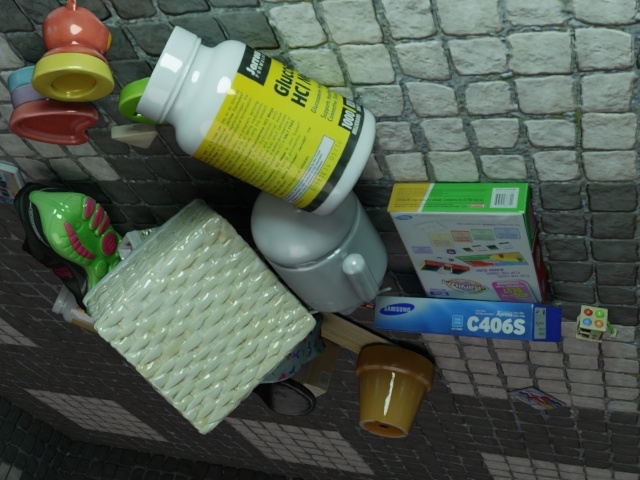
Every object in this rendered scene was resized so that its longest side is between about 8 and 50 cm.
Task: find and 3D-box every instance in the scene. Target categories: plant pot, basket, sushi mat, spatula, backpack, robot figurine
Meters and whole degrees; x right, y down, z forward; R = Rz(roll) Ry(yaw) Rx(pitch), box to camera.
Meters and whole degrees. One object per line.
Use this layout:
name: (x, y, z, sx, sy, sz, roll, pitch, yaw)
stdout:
plant pot: (0.180, 0.400, 2.024, 0.205, 0.188, 0.205, 12, 151, 7)
basket: (-0.370, 0.059, 1.761, 0.103, 0.167, 0.113, -20, 169, -32)
basket: (-0.232, 0.139, 1.538, 0.328, 0.331, 0.266, 49, 170, -18)
sushi mat: (0.090, 0.257, 2.035, 0.317, 0.019, 0.151, 28, 148, -20)
spatula: (0.029, 0.137, 1.702, 0.168, 0.019, 0.242, -10, 171, -46)
backpack: (-0.125, 0.234, 1.862, 0.225, 0.253, 0.191, 1, 111, 27)
robot figurine: (0.000, 0.000, 1.449, 0.300, 0.200, 0.353, 37, 168, 40)

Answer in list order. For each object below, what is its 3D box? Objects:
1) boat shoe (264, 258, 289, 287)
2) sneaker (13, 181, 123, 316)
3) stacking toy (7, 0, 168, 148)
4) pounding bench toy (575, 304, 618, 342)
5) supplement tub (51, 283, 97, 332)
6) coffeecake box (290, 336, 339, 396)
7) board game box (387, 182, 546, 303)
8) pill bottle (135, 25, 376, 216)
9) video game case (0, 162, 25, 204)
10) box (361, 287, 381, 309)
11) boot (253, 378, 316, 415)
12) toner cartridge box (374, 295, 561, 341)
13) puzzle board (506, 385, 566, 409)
boat shoe: (-0.005, 0.061, 1.675, 0.255, 0.095, 0.079, 7, 162, 33)
sneaker: (-0.573, 0.014, 1.831, 0.202, 0.185, 0.482, 28, 150, 16)
stacking toy: (-0.371, -0.269, 1.321, 0.280, 0.130, 0.309, 3, 165, -36)
pounding bench toy: (0.576, 0.174, 1.616, 0.083, 0.052, 0.065, 9, 150, 12)
supplement tub: (-0.600, 0.171, 2.099, 0.200, 0.144, 0.144, 25, 150, -15)
coffeecake box: (-0.031, 0.357, 2.139, 0.068, 0.142, 0.185, 25, 150, -15)
board game box: (0.284, 0.011, 1.468, 0.242, 0.064, 0.316, 2, 148, 23)
pill bottle: (-0.098, -0.185, 1.194, 0.334, 0.187, 0.188, 25, 150, -16)
video game case: (-0.738, -0.134, 1.772, 0.143, 0.019, 0.157, 15, 150, 1)
box: (0.066, 0.111, 1.786, 0.137, 0.027, 0.094, 15, 150, 2)
boot: (-0.099, 0.334, 2.016, 0.264, 0.280, 0.096, 10, 107, 17)
toner cartridge box: (0.302, 0.162, 1.618, 0.348, 0.075, 0.165, 0, 172, 35)
puzzle board: (0.577, 0.426, 2.092, 0.128, 0.011, 0.096, 29, 148, -21)
